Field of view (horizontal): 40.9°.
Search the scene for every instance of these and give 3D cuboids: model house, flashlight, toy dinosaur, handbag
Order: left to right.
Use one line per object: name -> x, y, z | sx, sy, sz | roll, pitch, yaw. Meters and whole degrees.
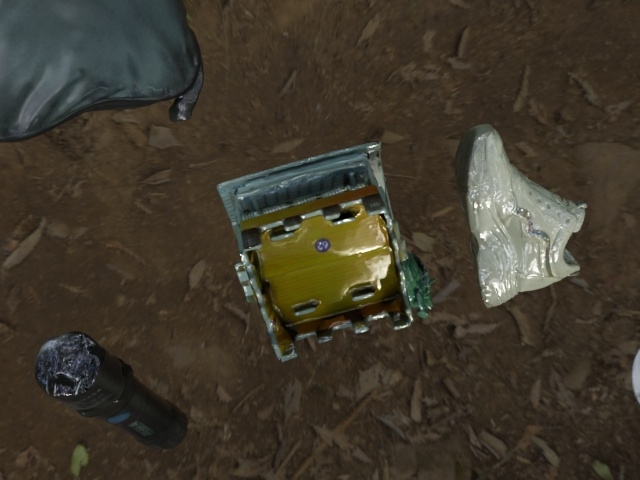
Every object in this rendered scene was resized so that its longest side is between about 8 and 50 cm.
handbag -> -0.175, -0.221, 0.529 | 0.191, 0.074, 0.333 | -27, 112, -42
flashlight -> -0.303, 0.249, 1.314 | 0.103, 0.424, 0.103 | -4, 64, 8
model house -> 0.000, 0.000, 1.096 | 0.224, 0.215, 0.199 | -16, 126, 0
toy dinosaur -> 0.118, 0.059, 1.443 | 0.079, 0.292, 0.120 | -8, 69, 33

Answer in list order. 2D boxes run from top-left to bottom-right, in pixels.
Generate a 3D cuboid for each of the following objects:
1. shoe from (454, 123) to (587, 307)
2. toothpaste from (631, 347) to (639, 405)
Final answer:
shoe -> 0.354, -0.055, 1.491 | 0.210, 0.132, 0.342 | -13, 117, 5
toothpaste -> 0.230, 0.061, 0.360 | 0.066, 0.323, 0.100 | -27, 86, -8
